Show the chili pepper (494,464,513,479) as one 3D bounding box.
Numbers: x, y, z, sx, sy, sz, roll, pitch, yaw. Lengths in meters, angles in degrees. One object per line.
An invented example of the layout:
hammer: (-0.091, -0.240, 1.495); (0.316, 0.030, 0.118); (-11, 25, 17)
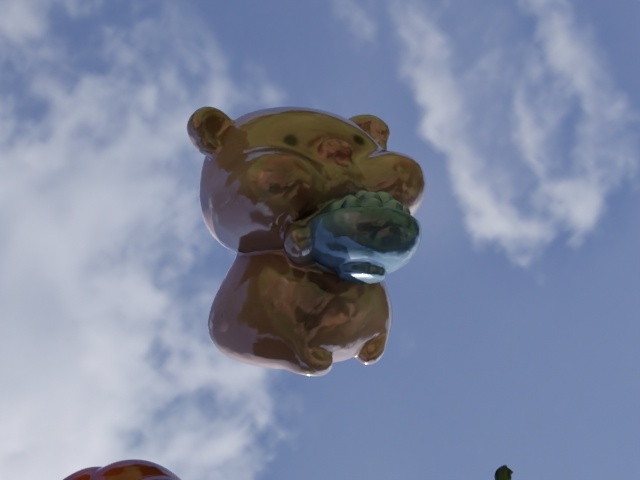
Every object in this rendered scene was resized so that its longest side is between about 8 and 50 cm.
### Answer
chili pepper: (0.239, 0.199, 0.969); (0.092, 0.368, 0.137); (55, -130, -29)

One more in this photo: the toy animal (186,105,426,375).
toy animal: (-0.012, 0.003, 1.459); (0.210, 0.221, 0.229); (-4, -141, -34)

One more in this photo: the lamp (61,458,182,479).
lamp: (-0.167, 0.269, 1.301); (0.164, 0.188, 0.187); (55, -148, -40)
